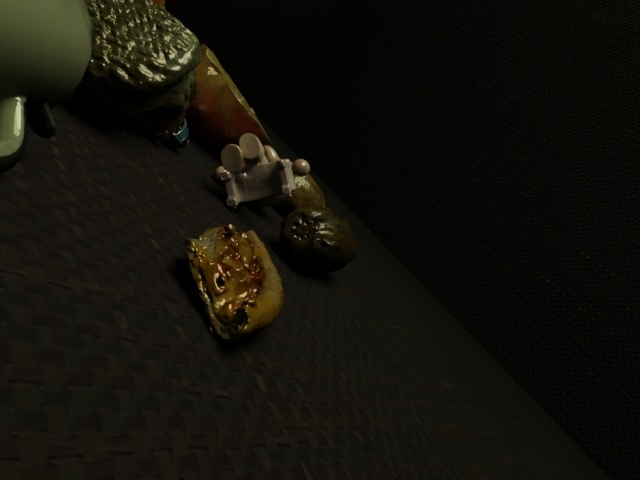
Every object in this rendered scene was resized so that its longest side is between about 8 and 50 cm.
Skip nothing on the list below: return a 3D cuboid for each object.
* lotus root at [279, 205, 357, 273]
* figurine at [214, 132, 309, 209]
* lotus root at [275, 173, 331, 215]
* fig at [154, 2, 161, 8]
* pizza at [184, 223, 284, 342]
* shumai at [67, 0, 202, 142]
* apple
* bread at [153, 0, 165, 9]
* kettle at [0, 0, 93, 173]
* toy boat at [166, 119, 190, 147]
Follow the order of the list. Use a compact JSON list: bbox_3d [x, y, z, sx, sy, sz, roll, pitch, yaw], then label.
[{"bbox_3d":[0.000,0.000,0.911,0.241,0.123,0.123,28,46,-66],"label":"lotus root"},{"bbox_3d":[-0.115,-0.131,0.931,0.144,0.182,0.256,58,7,-3],"label":"figurine"},{"bbox_3d":[-0.053,-0.115,1.186,0.214,0.138,0.138,41,10,-18],"label":"lotus root"},{"bbox_3d":[-0.408,-0.406,0.868,0.245,0.195,0.195,37,7,21],"label":"fig"},{"bbox_3d":[-0.099,0.036,0.542,0.134,0.056,0.271,50,8,-8],"label":"pizza"},{"bbox_3d":[-0.337,-0.272,0.726,0.261,0.222,0.224,17,57,-17],"label":"shumai"},{"bbox_3d":[-0.272,-0.334,1.149,0.292,0.163,0.251,59,4,16],"label":"apple"},{"bbox_3d":[-0.483,-0.560,1.198,0.191,0.172,0.313,-86,166,-48],"label":"bread"},{"bbox_3d":[-0.304,-0.161,0.325,0.255,0.165,0.240,-67,138,-79],"label":"kettle"},{"bbox_3d":[-0.300,-0.233,0.891,0.137,0.060,0.060,59,-1,41],"label":"toy boat"}]
